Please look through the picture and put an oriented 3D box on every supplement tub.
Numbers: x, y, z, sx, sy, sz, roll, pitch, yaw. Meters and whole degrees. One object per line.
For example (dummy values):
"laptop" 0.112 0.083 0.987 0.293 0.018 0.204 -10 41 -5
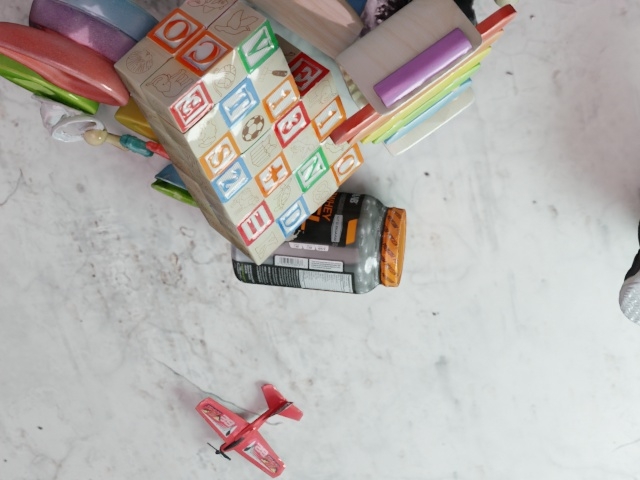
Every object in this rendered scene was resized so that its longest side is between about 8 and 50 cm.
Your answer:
"supplement tub" 0.000 0.000 1.508 0.190 0.117 0.117 5 119 8

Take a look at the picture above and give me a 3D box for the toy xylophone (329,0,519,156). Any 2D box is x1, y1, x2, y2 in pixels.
"toy xylophone" 0.114 -0.180 1.295 0.236 0.323 0.081 -37 84 11

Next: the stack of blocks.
"stack of blocks" -0.072 -0.126 1.342 0.087 0.171 0.297 38 166 31

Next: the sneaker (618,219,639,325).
"sneaker" 0.402 -0.036 1.378 0.101 0.153 0.268 25 132 -2

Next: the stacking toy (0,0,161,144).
"stacking toy" -0.246 -0.216 1.388 0.280 0.309 0.130 21 85 25

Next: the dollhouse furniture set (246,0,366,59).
"dollhouse furniture set" 0.018 -0.383 1.245 0.286 0.198 0.303 33 119 -7

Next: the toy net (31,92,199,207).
"toy net" -0.228 -0.102 1.495 0.232 0.122 0.045 24 86 -12

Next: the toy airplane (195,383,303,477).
"toy airplane" -0.087 0.240 1.709 0.151 0.028 0.151 5 120 8
